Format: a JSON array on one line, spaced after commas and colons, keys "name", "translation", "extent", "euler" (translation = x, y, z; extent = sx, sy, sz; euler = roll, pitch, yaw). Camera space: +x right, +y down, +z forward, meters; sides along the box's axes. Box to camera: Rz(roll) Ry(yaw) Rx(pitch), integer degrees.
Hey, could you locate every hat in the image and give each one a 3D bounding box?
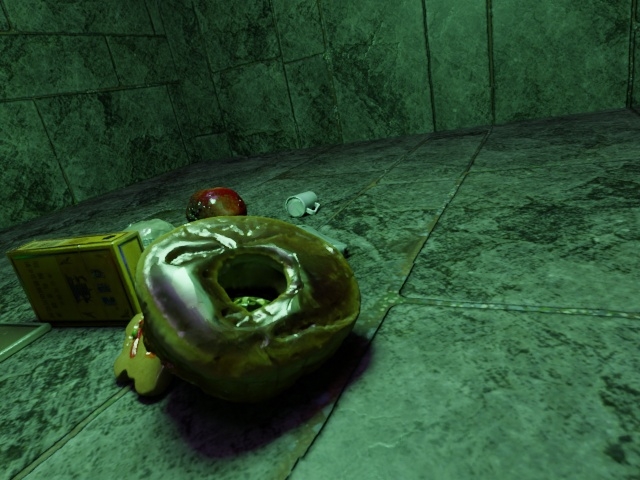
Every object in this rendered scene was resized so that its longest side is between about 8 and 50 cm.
[{"name": "hat", "translation": [-0.512, 0.020, 1.211], "extent": [0.214, 0.149, 0.245], "euler": [-18, 10, -16]}]

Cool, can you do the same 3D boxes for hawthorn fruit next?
[{"name": "hawthorn fruit", "translation": [-0.323, -0.093, 1.367], "extent": [0.181, 0.181, 0.235], "euler": [1, 9, 31]}]

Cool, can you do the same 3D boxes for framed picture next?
[{"name": "framed picture", "translation": [-0.766, 0.259, 0.848], "extent": [0.232, 0.024, 0.315], "euler": [-3, 22, 21]}]

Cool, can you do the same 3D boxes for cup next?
[{"name": "cup", "translation": [-0.051, -0.123, 1.442], "extent": [0.104, 0.074, 0.116], "euler": [25, 29, 21]}]

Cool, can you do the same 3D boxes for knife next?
[{"name": "knife", "translation": [-0.003, 0.000, 1.111], "extent": [0.073, 0.040, 0.266], "euler": [-8, 17, -24]}]

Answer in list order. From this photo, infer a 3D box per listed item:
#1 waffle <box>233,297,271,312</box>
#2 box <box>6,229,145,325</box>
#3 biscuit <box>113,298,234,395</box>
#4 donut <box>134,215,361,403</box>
[{"name": "waffle", "translation": [-0.161, 0.071, 0.902], "extent": [0.317, 0.073, 0.297], "euler": [17, 33, 35]}, {"name": "box", "translation": [-0.517, 0.089, 0.921], "extent": [0.302, 0.192, 0.084], "euler": [-4, 22, 19]}, {"name": "biscuit", "translation": [-0.252, 0.151, 0.722], "extent": [0.239, 0.041, 0.212], "euler": [-37, 34, -11]}, {"name": "donut", "translation": [-0.109, 0.100, 0.642], "extent": [0.330, 0.159, 0.330], "euler": [10, 35, -7]}]
